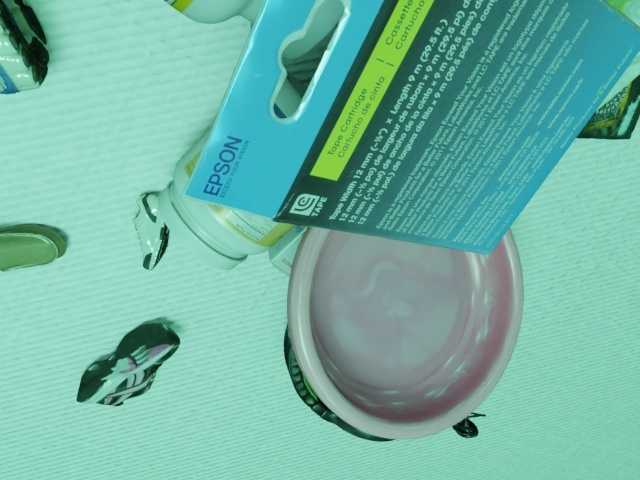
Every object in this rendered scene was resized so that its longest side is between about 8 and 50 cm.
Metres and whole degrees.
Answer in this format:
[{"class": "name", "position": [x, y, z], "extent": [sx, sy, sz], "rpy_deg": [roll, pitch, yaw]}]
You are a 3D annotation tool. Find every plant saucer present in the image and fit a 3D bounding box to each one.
[{"class": "plant saucer", "position": [0.105, 0.070, 0.667], "extent": [0.331, 0.084, 0.333], "rpy_deg": [-1, 91, -25]}]

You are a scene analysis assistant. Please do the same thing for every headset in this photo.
[{"class": "headset", "position": [0.115, 0.195, 0.843], "extent": [0.394, 0.185, 0.243], "rpy_deg": [42, 93, -21]}]

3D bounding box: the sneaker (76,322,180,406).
[{"class": "sneaker", "position": [-0.268, 0.186, 0.783], "extent": [0.178, 0.072, 0.077], "rpy_deg": [-32, 137, 18]}]

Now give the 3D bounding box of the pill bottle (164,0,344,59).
[{"class": "pill bottle", "position": [-0.116, -0.300, 0.414], "extent": [0.333, 0.188, 0.188], "rpy_deg": [30, 112, -29]}]

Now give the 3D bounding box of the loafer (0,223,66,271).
[{"class": "loafer", "position": [-0.386, 0.015, 0.640], "extent": [0.147, 0.050, 0.056], "rpy_deg": [-2, 123, -12]}]

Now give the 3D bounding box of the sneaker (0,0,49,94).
[{"class": "sneaker", "position": [-0.368, -0.256, 0.419], "extent": [0.147, 0.130, 0.330], "rpy_deg": [-20, 125, -3]}]

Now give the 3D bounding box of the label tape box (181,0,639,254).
[{"class": "label tape box", "position": [0.077, -0.129, 0.449], "extent": [0.347, 0.115, 0.249], "rpy_deg": [9, 122, -35]}]

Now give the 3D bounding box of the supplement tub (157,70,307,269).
[{"class": "supplement tub", "position": [-0.070, -0.075, 0.601], "extent": [0.199, 0.144, 0.144], "rpy_deg": [-41, 123, 15]}]

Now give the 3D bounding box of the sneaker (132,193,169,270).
[{"class": "sneaker", "position": [-0.216, -0.012, 0.677], "extent": [0.043, 0.040, 0.109], "rpy_deg": [16, 115, -4]}]

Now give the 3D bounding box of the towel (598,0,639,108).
[{"class": "towel", "position": [0.250, -0.316, 0.535], "extent": [0.320, 0.090, 0.374], "rpy_deg": [-40, 116, 13]}]

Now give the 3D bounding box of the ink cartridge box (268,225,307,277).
[{"class": "ink cartridge box", "position": [0.000, 0.000, 0.724], "extent": [0.122, 0.052, 0.088], "rpy_deg": [-43, 122, 14]}]

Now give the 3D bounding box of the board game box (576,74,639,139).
[{"class": "board game box", "position": [0.376, -0.221, 0.684], "extent": [0.126, 0.026, 0.186], "rpy_deg": [0, 123, -14]}]
